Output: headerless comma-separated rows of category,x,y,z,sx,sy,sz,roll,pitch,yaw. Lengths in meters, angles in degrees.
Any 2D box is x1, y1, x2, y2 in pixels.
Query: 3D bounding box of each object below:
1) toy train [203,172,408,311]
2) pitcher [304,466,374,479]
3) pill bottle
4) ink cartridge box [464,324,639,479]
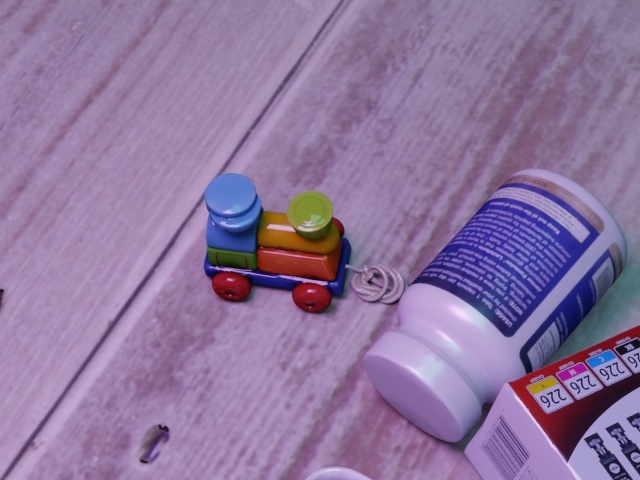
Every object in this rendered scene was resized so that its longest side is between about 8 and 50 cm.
toy train,0.000,0.000,1.372,0.248,0.143,0.105,8,61,7
pitcher,0.072,0.280,1.235,0.207,0.125,0.178,-5,44,12
pill bottle,0.173,0.065,1.324,0.153,0.153,0.265,36,67,20
ink cartridge box,0.340,0.214,1.200,0.309,0.130,0.272,-19,60,-29
